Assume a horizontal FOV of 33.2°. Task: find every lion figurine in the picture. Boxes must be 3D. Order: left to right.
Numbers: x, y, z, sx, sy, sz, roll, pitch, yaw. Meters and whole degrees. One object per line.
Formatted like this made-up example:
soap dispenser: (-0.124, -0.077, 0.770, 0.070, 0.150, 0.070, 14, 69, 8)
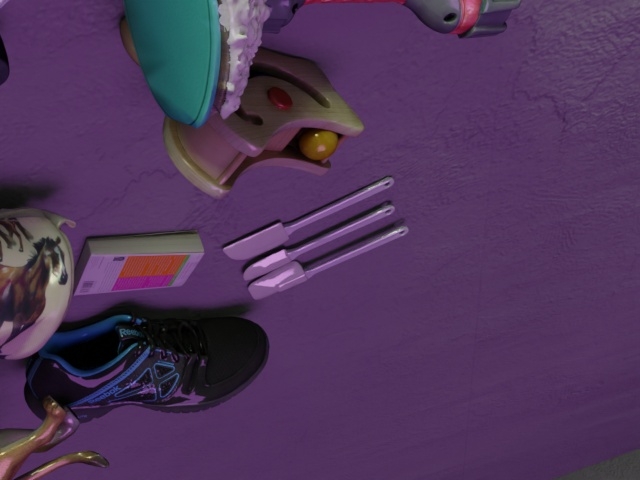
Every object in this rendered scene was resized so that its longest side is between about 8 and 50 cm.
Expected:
lion figurine: (-0.451, 0.218, 1.261, 0.240, 0.142, 0.392, -44, 115, -12)

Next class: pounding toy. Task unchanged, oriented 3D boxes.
pounding toy: (-0.059, -0.142, 1.059, 0.270, 0.154, 0.155, 7, 138, -42)

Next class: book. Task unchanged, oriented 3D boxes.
book: (-0.229, 0.032, 1.337, 0.144, 0.035, 0.096, -4, 147, -30)

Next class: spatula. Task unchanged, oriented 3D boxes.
spatula: (0.000, 0.000, 1.464, 0.242, 0.019, 0.168, -25, 144, 0)

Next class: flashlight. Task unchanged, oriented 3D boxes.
flashlight: (0.043, -0.240, 1.031, 0.304, 0.103, 0.103, -9, 153, -25)

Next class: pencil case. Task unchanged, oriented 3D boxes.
pencil case: (-0.441, 0.018, 1.038, 0.410, 0.160, 0.183, 10, 109, -44)

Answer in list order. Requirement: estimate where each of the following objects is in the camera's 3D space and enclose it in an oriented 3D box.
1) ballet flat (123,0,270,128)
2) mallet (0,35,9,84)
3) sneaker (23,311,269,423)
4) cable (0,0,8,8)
ballet flat: (-0.086, -0.267, 0.827, 0.147, 0.147, 0.408, -17, 137, -12)
mallet: (-0.305, -0.201, 0.884, 0.039, 0.062, 0.189, -23, 150, -6)
sneaker: (-0.224, 0.161, 1.451, 0.341, 0.125, 0.139, -11, 146, -22)
cable: (-0.291, -0.239, 0.728, 0.257, 0.089, 0.257, -31, 156, -36)
